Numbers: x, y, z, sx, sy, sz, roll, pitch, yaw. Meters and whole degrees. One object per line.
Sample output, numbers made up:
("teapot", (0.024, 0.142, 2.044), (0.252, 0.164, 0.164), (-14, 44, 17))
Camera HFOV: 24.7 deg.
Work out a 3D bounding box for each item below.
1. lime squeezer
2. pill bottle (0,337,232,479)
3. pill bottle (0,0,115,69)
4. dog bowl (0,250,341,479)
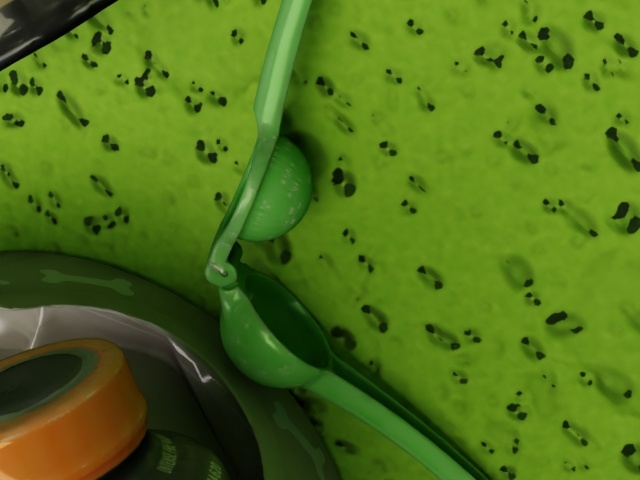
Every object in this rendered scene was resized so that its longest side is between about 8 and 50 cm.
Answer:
("lime squeezer", (0.000, 0.000, 0.623), (0.110, 0.059, 0.310), (-6, 109, 23))
("pill bottle", (-0.075, 0.163, 0.565), (0.130, 0.130, 0.245), (-11, 108, 24))
("pill bottle", (-0.167, -0.171, 0.570), (0.123, 0.123, 0.219), (-25, 103, 27))
("dog bowl", (-0.139, 0.163, 0.720), (0.349, 0.102, 0.348), (8, 115, 17))
